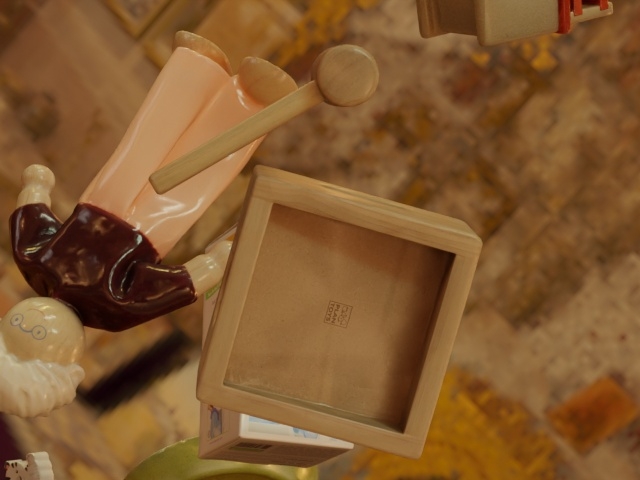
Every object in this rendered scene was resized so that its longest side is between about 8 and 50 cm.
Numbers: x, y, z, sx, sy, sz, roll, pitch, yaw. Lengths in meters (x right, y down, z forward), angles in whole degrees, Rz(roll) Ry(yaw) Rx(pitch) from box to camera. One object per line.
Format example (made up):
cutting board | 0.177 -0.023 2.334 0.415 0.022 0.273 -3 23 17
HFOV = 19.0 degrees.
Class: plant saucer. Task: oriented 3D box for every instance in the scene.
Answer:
plant saucer | -0.116 0.305 2.211 0.241 0.241 0.037 34 30 -42

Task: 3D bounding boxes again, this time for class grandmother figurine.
grandmother figurine | -0.164 -0.008 1.522 0.207 0.342 0.104 18 -24 34

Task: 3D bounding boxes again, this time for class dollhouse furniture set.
dollhouse furniture set | 0.132 -0.281 1.401 0.135 0.259 0.262 -18 20 -33

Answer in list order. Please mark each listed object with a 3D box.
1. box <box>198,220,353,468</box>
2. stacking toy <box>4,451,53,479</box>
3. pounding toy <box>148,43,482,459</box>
box | -0.039 0.094 1.733 0.114 0.203 0.103 8 -19 -23
stacking toy | -0.294 0.289 1.650 0.167 0.052 0.221 1 70 -47
pounding toy | -0.007 -0.008 1.061 0.181 0.206 0.094 15 6 -4
